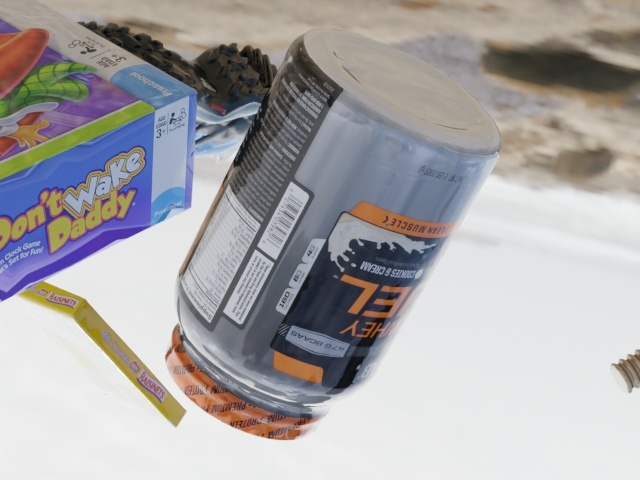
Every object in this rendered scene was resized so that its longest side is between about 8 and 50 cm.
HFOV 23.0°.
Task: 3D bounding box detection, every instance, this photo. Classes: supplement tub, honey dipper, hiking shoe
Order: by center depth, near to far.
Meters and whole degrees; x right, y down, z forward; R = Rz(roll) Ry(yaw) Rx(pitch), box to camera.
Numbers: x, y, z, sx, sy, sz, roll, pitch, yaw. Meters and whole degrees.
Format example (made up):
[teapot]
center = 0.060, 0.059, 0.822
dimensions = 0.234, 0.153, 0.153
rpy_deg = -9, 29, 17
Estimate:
[honey dipper]
center = 0.317, 0.079, 1.315
dimensions = 0.161, 0.030, 0.030
rpy_deg = -28, -170, -10
[supplement tub]
center = 0.000, 0.000, 1.316
dimensions = 0.194, 0.316, 0.193
rpy_deg = 23, -156, -11
[hiking shoe]
center = -0.169, -0.127, 1.556
dimensions = 0.304, 0.132, 0.113
rpy_deg = 4, -136, -41

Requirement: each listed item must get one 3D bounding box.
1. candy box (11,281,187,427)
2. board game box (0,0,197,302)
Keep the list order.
[candy box]
center = -0.215, 0.106, 1.511
dimensions = 0.105, 0.027, 0.206
rpy_deg = 16, 153, 36
[board game box]
center = -0.271, -0.080, 0.853
dimensions = 0.347, 0.078, 0.233
rpy_deg = 31, -138, 30
